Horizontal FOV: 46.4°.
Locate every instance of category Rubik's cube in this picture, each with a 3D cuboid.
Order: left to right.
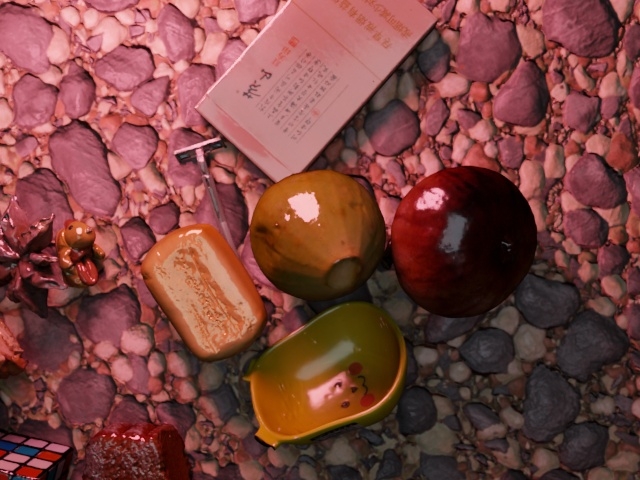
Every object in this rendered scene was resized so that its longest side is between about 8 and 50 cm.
[{"bbox_3d":[-0.500,0.397,1.166,0.154,0.155,0.151,15,93,2],"label":"Rubik's cube"}]

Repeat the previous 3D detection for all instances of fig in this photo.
[{"bbox_3d":[-0.005,-0.009,1.111,0.207,0.230,0.207,0,91,3],"label":"fig"},{"bbox_3d":[0.207,-0.004,1.121,0.235,0.214,0.235,-7,115,-15],"label":"fig"}]

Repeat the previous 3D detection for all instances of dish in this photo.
[{"bbox_3d":[0.023,0.227,1.156,0.262,0.221,0.108,-27,130,4],"label":"dish"}]

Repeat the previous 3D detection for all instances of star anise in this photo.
[{"bbox_3d":[-0.471,0.030,1.183,0.182,0.065,0.195,44,111,13],"label":"star anise"}]

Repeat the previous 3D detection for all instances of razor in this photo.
[{"bbox_3d":[-0.168,-0.057,1.212,0.084,0.036,0.211,-18,90,3],"label":"razor"}]

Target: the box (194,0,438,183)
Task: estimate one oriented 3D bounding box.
[{"bbox_3d":[-0.008,-0.278,1.198,0.204,0.051,0.365,42,91,0],"label":"box"}]

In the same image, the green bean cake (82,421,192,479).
[{"bbox_3d":[-0.275,0.409,1.189,0.198,0.097,0.233,-1,91,3],"label":"green bean cake"}]

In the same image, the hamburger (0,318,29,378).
[{"bbox_3d":[-0.627,0.137,1.166,0.245,0.155,0.282,-30,94,5],"label":"hamburger"}]

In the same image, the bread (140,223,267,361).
[{"bbox_3d":[-0.180,0.081,1.182,0.147,0.098,0.217,-29,92,6],"label":"bread"}]

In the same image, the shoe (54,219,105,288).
[{"bbox_3d":[-0.385,0.024,1.203,0.069,0.072,0.109,6,86,39],"label":"shoe"}]
